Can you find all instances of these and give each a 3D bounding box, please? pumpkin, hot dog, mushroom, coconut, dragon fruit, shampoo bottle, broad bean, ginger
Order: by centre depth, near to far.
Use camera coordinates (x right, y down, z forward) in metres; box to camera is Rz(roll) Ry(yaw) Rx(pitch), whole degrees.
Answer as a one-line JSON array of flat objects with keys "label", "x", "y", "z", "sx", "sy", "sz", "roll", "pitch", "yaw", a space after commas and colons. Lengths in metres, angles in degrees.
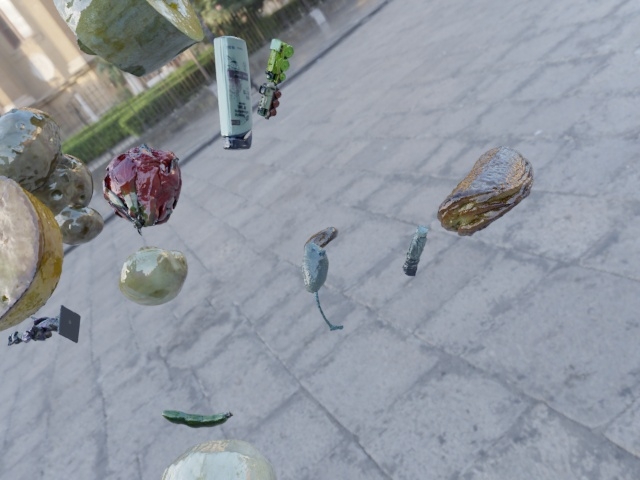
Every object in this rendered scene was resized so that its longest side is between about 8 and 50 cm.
[{"label": "mushroom", "x": -0.336, "y": 0.069, "z": 1.217, "sx": 0.148, "sy": 0.148, "sz": 0.112, "roll": -30, "pitch": 53, "yaw": 12}, {"label": "ginger", "x": -0.564, "y": -0.132, "z": 1.254, "sx": 0.155, "sy": 0.304, "sz": 0.244, "roll": -29, "pitch": 41, "yaw": 2}, {"label": "coconut", "x": -0.223, "y": 0.610, "z": 1.323, "sx": 0.329, "sy": 0.328, "sz": 0.328, "roll": -30, "pitch": 20, "yaw": 12}, {"label": "hot dog", "x": 0.376, "y": -0.111, "z": 1.372, "sx": 0.196, "sy": 0.122, "sz": 0.272, "roll": -34, "pitch": 6, "yaw": 44}, {"label": "pumpkin", "x": -0.447, "y": -0.541, "z": 1.375, "sx": 0.199, "sy": 0.332, "sz": 0.332, "roll": -30, "pitch": 20, "yaw": 14}, {"label": "dragon fruit", "x": -0.481, "y": -0.138, "z": 1.663, "sx": 0.234, "sy": 0.233, "sz": 0.293, "roll": -32, "pitch": 41, "yaw": 5}, {"label": "mushroom", "x": 0.000, "y": 0.000, "z": 1.828, "sx": 0.123, "sy": 0.052, "sz": 0.123, "roll": -38, "pitch": 5, "yaw": 4}, {"label": "broad bean", "x": -0.376, "y": 0.546, "z": 1.862, "sx": 0.227, "sy": 0.069, "sz": 0.039, "roll": -4, "pitch": 25, "yaw": 7}, {"label": "shampoo bottle", "x": -0.280, "y": -0.480, "z": 2.000, "sx": 0.078, "sy": 0.358, "sz": 0.134, "roll": -1, "pitch": 6, "yaw": 35}]

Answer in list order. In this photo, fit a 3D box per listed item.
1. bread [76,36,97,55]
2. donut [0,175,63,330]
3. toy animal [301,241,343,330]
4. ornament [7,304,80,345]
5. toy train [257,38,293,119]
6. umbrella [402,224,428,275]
[{"label": "bread", "x": -0.644, "y": -0.620, "z": 1.750, "sx": 0.132, "sy": 0.103, "sz": 0.172, "roll": -19, "pitch": 54, "yaw": -7}, {"label": "donut", "x": -0.568, "y": 0.031, "z": 1.024, "sx": 0.303, "sy": 0.302, "sz": 0.110, "roll": -31, "pitch": -18, "yaw": 9}, {"label": "toy animal", "x": -0.002, "y": 0.125, "z": 1.639, "sx": 0.079, "sy": 0.252, "sz": 0.070, "roll": -13, "pitch": -9, "yaw": -3}, {"label": "ornament", "x": -0.742, "y": 0.231, "z": 1.599, "sx": 0.203, "sy": 0.088, "sz": 0.081, "roll": -10, "pitch": 57, "yaw": 17}, {"label": "toy train", "x": -0.151, "y": -0.513, "z": 1.945, "sx": 0.053, "sy": 0.249, "sz": 0.085, "roll": 27, "pitch": 17, "yaw": 39}, {"label": "umbrella", "x": 0.273, "y": 0.028, "z": 1.738, "sx": 0.046, "sy": 0.188, "sz": 0.050, "roll": 24, "pitch": 48, "yaw": 16}]
